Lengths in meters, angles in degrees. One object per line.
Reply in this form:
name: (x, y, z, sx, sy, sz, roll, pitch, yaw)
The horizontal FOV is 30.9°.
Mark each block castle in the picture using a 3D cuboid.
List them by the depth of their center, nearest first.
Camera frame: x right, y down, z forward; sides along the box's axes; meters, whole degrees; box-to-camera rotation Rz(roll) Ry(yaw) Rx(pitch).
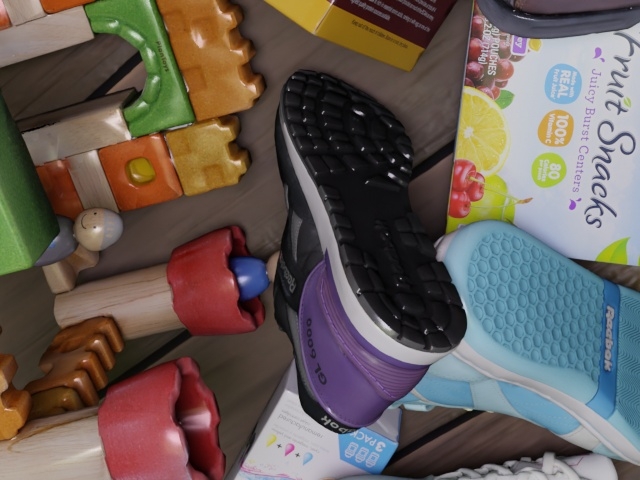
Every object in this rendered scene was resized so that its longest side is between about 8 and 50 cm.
block castle: (-0.162, -0.082, 0.751, 0.213, 0.303, 0.453, -14, 111, 11)

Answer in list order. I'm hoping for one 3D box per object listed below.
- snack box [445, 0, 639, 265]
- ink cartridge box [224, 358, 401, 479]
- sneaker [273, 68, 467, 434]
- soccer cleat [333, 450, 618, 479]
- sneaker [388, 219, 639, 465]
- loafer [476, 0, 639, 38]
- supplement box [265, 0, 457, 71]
snack box: (0.187, -0.093, 0.833, 0.174, 0.070, 0.207, 8, 113, 5)
ink cartridge box: (-0.019, 0.203, 0.981, 0.104, 0.061, 0.181, 26, 113, -5)
sneaker: (0.000, 0.000, 0.790, 0.107, 0.283, 0.124, 18, 128, -25)
soccer cleat: (0.151, 0.216, 0.926, 0.331, 0.116, 0.143, 20, 101, -23)
sneaker: (0.138, 0.094, 0.902, 0.319, 0.127, 0.208, 34, 147, -33)
loafer: (0.246, -0.203, 0.724, 0.303, 0.109, 0.095, -14, 151, -5)
supplement box: (0.032, -0.226, 0.700, 0.129, 0.191, 0.194, 37, 104, 16)
